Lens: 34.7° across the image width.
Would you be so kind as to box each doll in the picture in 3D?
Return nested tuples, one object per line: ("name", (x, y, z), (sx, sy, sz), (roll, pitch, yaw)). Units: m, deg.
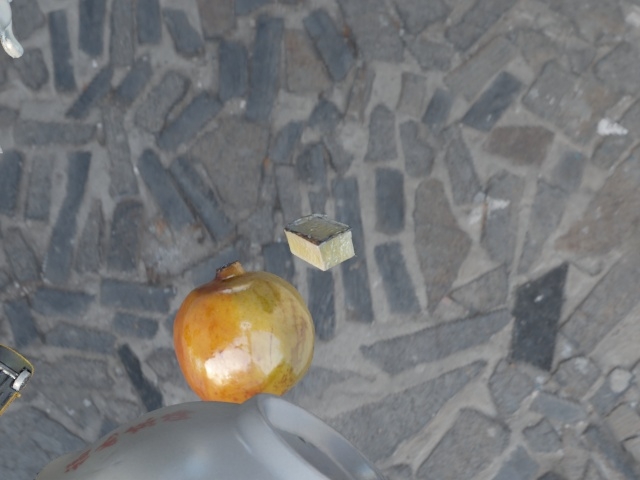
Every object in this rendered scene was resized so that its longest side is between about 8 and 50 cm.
("doll", (-0.423, -0.287, 1.258), (0.113, 0.071, 0.135), (-17, 106, -47))

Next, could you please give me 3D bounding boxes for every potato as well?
("potato", (-0.001, 0.000, 1.691), (0.086, 0.122, 0.061), (-22, 114, -26))

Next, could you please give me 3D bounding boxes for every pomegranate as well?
("pomegranate", (-0.132, 0.166, 1.812), (0.264, 0.264, 0.264), (1, 69, -3))

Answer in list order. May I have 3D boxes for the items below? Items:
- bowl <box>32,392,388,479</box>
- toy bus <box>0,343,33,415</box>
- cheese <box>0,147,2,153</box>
("bowl", (-0.041, 0.223, 0.803), (0.345, 0.345, 0.157), (37, 96, 10))
("toy bus", (-0.454, 0.220, 1.361), (0.069, 0.074, 0.162), (34, 62, 2))
("cheese", (-0.381, -0.117, 1.095), (0.026, 0.120, 0.067), (-32, 73, 15))
